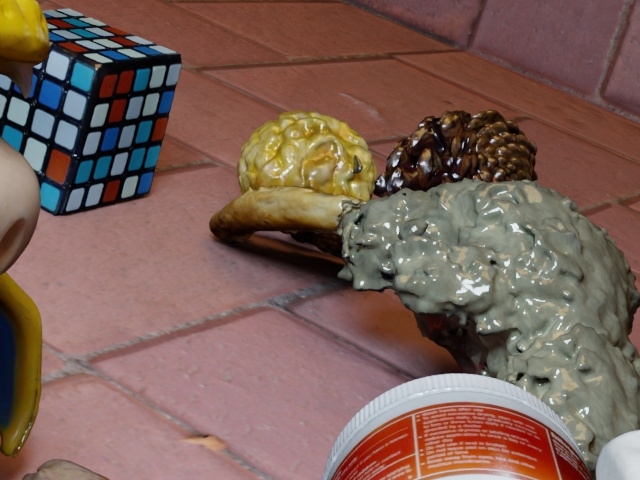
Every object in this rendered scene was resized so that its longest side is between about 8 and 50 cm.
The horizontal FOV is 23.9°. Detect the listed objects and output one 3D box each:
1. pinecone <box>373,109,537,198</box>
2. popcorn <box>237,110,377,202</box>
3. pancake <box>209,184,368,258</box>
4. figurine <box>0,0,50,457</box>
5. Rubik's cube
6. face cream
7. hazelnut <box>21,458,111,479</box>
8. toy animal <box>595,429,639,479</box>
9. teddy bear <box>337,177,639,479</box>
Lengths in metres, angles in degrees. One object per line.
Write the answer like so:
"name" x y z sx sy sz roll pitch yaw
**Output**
"pinecone" 0.167 -0.054 1.878 0.221 0.221 0.221 15 19 -5
"popcorn" -0.015 -0.078 1.853 0.180 0.180 0.170 10 -25 -22
"pancake" 0.000 0.000 1.702 0.266 0.057 0.244 6 -19 45
"figurine" -0.351 0.008 0.955 0.400 0.387 0.268 7 6 -18
"Rubik's cube" -0.295 -0.156 1.758 0.184 0.187 0.182 27 21 21
"face cream" 0.097 0.216 1.024 0.201 0.201 0.187 16 18 -5
"hazelnut" -0.174 0.190 1.051 0.086 0.086 0.086 15 19 -5
"toy animal" 0.357 0.285 1.088 0.367 0.196 0.241 10 27 -15
"teddy bear" 0.202 0.113 1.455 0.357 0.224 0.368 29 37 -24
